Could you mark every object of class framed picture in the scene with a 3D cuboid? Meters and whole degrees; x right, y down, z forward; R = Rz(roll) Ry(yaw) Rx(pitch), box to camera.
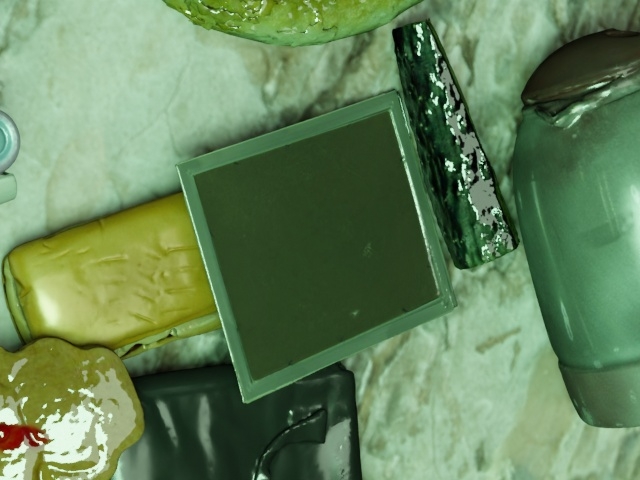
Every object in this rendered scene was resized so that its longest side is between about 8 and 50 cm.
[{"bbox_3d":[0.000,0.000,1.508,0.252,0.014,0.197,-21,98,-41],"label":"framed picture"}]

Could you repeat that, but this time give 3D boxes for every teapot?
[{"bbox_3d":[0.300,-0.039,1.599,0.315,0.233,0.312,-29,100,-52],"label":"teapot"}]

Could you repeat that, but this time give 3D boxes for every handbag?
[{"bbox_3d":[-0.075,0.235,1.490,0.244,0.088,0.275,-5,91,-27],"label":"handbag"}]

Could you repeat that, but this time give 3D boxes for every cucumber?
[{"bbox_3d":[0.103,-0.083,1.570,0.062,0.078,0.211,-22,100,7],"label":"cucumber"}]

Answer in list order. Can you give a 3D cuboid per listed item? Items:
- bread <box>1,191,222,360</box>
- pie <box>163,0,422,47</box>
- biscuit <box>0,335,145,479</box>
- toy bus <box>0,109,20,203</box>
[{"bbox_3d":[-0.145,0.033,1.457,0.200,0.077,0.116,-19,92,-24],"label":"bread"},{"bbox_3d":[-0.029,-0.303,1.493,0.371,0.078,0.296,-3,95,-26],"label":"pie"},{"bbox_3d":[-0.276,0.158,1.361,0.295,0.044,0.186,-24,92,-6],"label":"biscuit"},{"bbox_3d":[-0.311,-0.108,1.331,0.142,0.142,0.202,-19,101,-24],"label":"toy bus"}]
